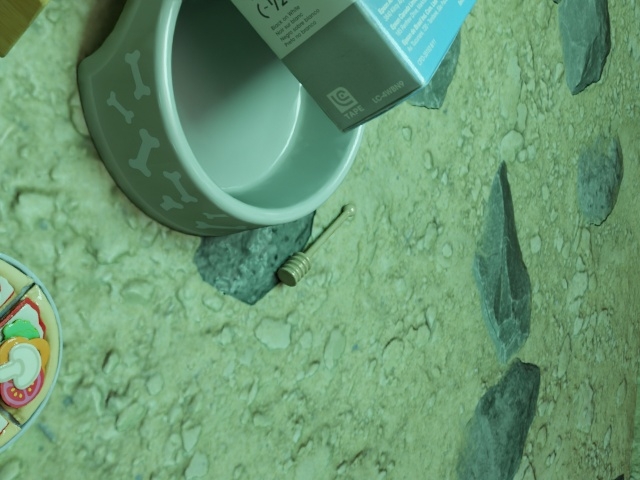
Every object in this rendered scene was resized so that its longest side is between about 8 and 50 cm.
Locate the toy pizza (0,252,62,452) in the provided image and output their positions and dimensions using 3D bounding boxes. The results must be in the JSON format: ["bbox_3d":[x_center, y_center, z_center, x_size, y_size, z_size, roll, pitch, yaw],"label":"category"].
[{"bbox_3d":[-0.306,0.104,0.597,0.201,0.032,0.201,-10,103,-47],"label":"toy pizza"}]

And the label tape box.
[{"bbox_3d":[-0.006,-0.311,0.661,0.347,0.115,0.249,47,47,-16],"label":"label tape box"}]

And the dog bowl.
[{"bbox_3d":[-0.076,-0.172,0.764,0.349,0.102,0.348,-11,104,-48],"label":"dog bowl"}]

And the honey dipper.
[{"bbox_3d":[0.000,0.000,0.936,0.160,0.030,0.030,-48,129,-38],"label":"honey dipper"}]

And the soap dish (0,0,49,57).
[{"bbox_3d":[-0.237,-0.326,0.541,0.229,0.118,0.290,47,61,-42],"label":"soap dish"}]
